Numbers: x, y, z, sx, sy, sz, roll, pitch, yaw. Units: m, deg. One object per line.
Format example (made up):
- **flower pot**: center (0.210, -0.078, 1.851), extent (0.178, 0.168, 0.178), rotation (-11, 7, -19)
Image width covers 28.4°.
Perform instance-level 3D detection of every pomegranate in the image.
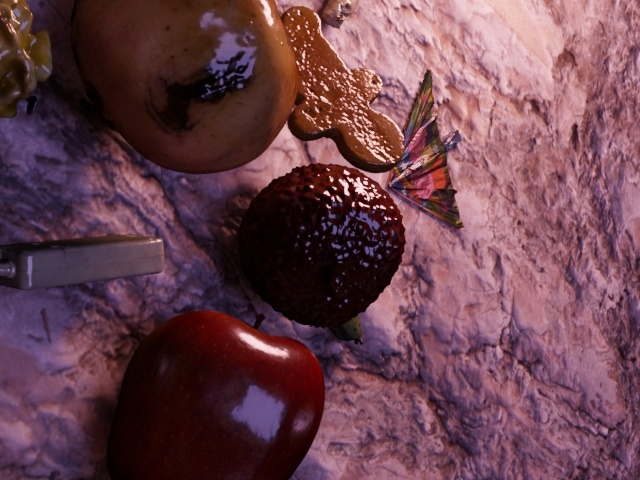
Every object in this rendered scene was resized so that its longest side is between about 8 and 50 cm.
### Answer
- **pomegranate**: center (-0.174, -0.242, 1.648), extent (0.322, 0.322, 0.322), rotation (-5, 97, -48)

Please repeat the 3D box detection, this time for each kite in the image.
- **kite**: center (0.192, -0.137, 2.276), extent (0.234, 0.016, 0.321), rotation (-35, 118, -42)

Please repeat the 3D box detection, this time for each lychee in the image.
- **lychee**: center (0.000, 0.000, 1.902), extent (0.261, 0.261, 0.260), rotation (-5, 97, -48)

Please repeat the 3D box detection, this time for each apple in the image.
- **apple**: center (-0.143, 0.242, 1.742), extent (0.288, 0.288, 0.316), rotation (35, 77, -44)

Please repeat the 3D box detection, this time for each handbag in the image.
- **handbag**: center (0.039, 0.126, 2.101), extent (0.072, 0.047, 0.111), rotation (-47, 123, -34)

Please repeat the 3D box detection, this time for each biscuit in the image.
- **biscuit**: center (0.009, -0.219, 1.935), extent (0.301, 0.049, 0.197), rotation (47, 55, 8)

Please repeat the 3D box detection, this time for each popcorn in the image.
- **popcorn**: center (-0.414, -0.203, 1.459), extent (0.169, 0.189, 0.218), rotation (43, 61, -39)

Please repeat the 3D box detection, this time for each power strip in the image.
- **power strip**: center (-0.335, 0.027, 1.638), extent (0.288, 0.093, 0.053), rotation (-7, 101, -48)

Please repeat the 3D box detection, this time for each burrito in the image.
- **burrito**: center (0.047, -0.407, 2.074), extent (0.149, 0.041, 0.055), rotation (-60, 146, -31)
